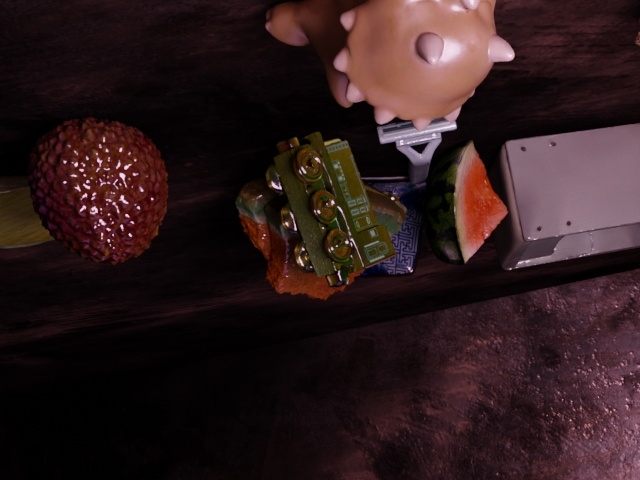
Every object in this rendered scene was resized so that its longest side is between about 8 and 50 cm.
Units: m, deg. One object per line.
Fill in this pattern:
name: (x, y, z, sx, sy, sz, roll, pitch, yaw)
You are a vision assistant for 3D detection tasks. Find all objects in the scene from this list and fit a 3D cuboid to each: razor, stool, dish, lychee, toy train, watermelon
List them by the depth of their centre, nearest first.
lychee: (-0.281, -0.058, 1.527, 0.188, 0.188, 0.188, -9, 168, -2)
toy train: (0.013, -0.049, 1.721, 0.137, 0.225, 0.090, -21, -179, -44)
razor: (0.149, -0.122, 1.825, 0.111, 0.056, 0.278, -11, 167, 3)
watermelon: (0.207, -0.066, 1.885, 0.137, 0.145, 0.193, -28, -156, 6)
stool: (0.426, -0.071, 1.997, 0.269, 0.170, 0.243, -9, 168, -2)
dish: (0.053, -0.029, 2.024, 0.243, 0.182, 0.080, -3, -158, -28)

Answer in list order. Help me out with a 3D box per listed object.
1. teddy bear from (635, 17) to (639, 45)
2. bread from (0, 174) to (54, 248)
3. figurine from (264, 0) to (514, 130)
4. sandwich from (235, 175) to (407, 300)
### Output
teddy bear: (0.476, -0.250, 1.320, 0.251, 0.129, 0.182, -17, 163, 30)
bread: (-0.468, -0.042, 1.771, 0.301, 0.045, 0.301, -10, 165, -3)
figurine: (0.077, -0.190, 1.199, 0.247, 0.173, 0.177, -20, 164, 38)
sandwich: (-0.003, -0.011, 1.877, 0.292, 0.212, 0.109, 23, -168, -40)
